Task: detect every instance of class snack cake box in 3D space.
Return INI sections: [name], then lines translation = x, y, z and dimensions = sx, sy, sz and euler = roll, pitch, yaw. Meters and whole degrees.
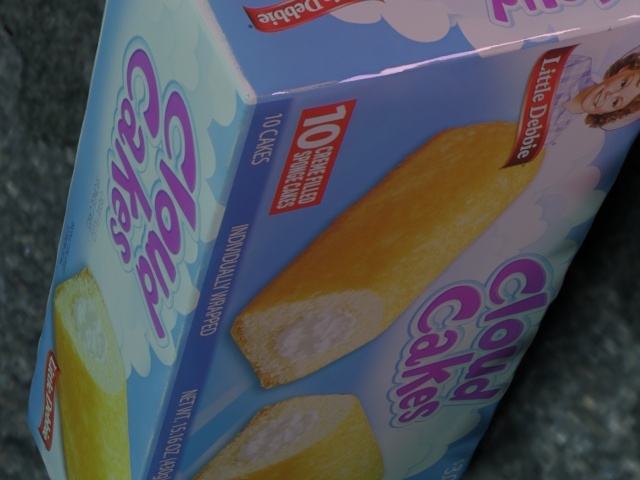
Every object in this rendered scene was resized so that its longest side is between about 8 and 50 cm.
[snack cake box]
translation = 0.000, 0.000, 0.600
dimensions = 0.089, 0.152, 0.264
euler = 61, 150, 31
